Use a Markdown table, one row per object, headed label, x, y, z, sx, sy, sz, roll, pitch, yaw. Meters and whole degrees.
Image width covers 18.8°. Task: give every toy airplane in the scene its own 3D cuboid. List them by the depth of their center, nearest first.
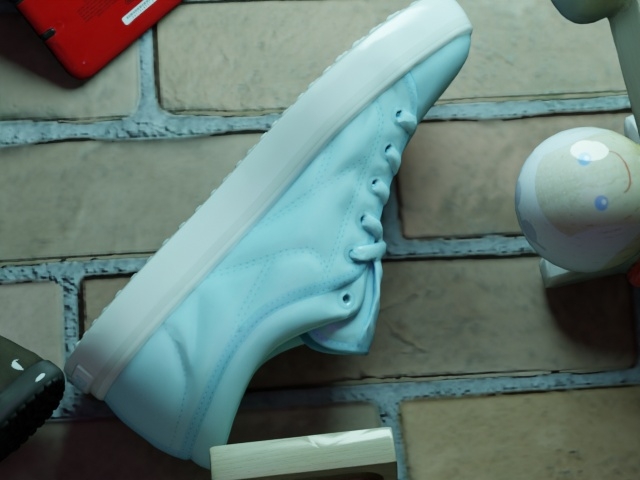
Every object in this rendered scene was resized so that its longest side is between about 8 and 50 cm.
| label | x | y | z | sx | sy | sz | roll | pitch | yaw |
| --- | --- | --- | --- | --- | --- | --- | --- | --- | --- |
| toy airplane | 0.228 | -0.033 | 1.195 | 0.272 | 0.384 | 0.386 | -9 | 32 | -26 |

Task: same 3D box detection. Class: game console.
| label | x | y | z | sx | sy | sz | roll | pitch | yaw |
| --- | --- | --- | --- | --- | --- | --- | --- | --- | --- |
| game console | -0.168 | -0.207 | 1.405 | 0.144 | 0.085 | 0.124 | -42 | 112 | -11 |

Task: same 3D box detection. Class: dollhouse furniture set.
| label | x | y | z | sx | sy | sz | roll | pitch | yaw |
| --- | --- | --- | --- | --- | --- | --- | --- | --- | --- |
| dollhouse furniture set | 0.010 | 0.209 | 1.220 | 0.144 | 0.151 | 0.123 | -6 | 59 | -2 |

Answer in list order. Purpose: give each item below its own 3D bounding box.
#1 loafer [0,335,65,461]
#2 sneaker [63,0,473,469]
| label | x | y | z | sx | sy | sz | roll | pitch | yaw |
| --- | --- | --- | --- | --- | --- | --- | --- | --- | --- |
| loafer | -0.272 | 0.144 | 1.286 | 0.220 | 0.080 | 0.078 | -41 | 71 | -16 |
| sneaker | 0.000 | 0.000 | 1.309 | 0.150 | 0.135 | 0.366 | 42 | 87 | 0 |
